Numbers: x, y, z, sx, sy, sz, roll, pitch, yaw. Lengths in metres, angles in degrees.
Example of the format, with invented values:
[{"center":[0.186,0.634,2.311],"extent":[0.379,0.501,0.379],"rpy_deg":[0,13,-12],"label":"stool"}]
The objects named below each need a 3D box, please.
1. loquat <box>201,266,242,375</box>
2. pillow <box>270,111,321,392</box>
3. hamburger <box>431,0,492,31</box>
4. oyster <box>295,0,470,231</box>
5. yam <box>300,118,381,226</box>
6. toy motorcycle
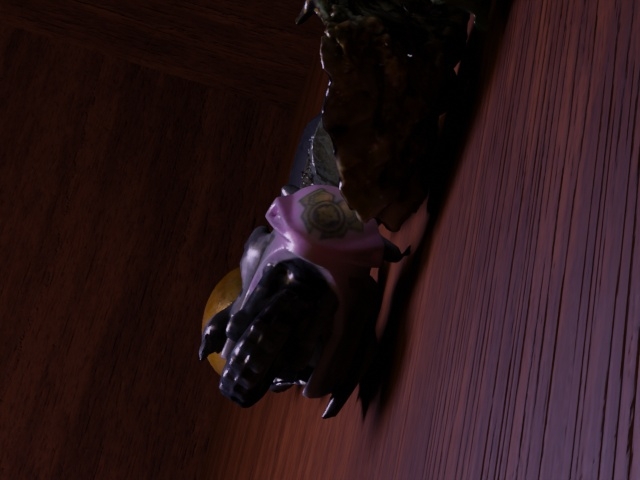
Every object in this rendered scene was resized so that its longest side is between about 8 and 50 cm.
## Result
[{"center":[-0.073,0.100,1.982],"extent":[0.163,0.137,0.163],"rpy_deg":[-61,-8,-14],"label":"loquat"},{"center":[0.000,0.000,1.745],"extent":[0.161,0.092,0.335],"rpy_deg":[138,148,-74],"label":"pillow"},{"center":[0.072,-0.260,1.281],"extent":[0.125,0.214,0.235],"rpy_deg":[-60,42,36],"label":"hamburger"},{"center":[0.065,-0.125,1.339],"extent":[0.214,0.083,0.223],"rpy_deg":[-26,-73,-55],"label":"oyster"},{"center":[0.034,-0.062,1.479],"extent":[0.183,0.107,0.107],"rpy_deg":[120,166,-77],"label":"yam"},{"center":[-0.002,0.044,1.425],"extent":[0.188,0.143,0.327],"rpy_deg":[-66,-10,6],"label":"toy motorcycle"}]
